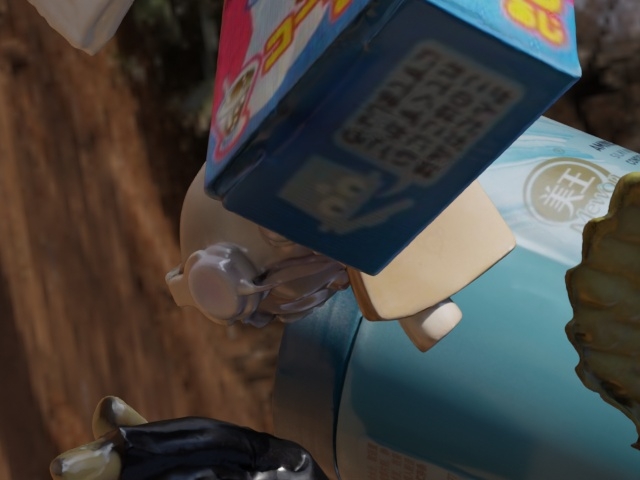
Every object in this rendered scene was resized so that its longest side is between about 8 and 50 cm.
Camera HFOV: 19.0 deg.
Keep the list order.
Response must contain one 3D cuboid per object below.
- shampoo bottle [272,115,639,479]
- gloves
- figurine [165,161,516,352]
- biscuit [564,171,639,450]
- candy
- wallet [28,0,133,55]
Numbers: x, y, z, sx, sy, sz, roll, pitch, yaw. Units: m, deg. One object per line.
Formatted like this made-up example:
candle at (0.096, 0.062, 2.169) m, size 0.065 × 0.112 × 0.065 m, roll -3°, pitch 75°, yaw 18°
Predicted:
shampoo bottle at (0.190, 0.090, 1.453) m, size 0.331 × 0.343 × 0.331 m, roll -51°, pitch 154°, yaw -36°
gloves at (-0.065, 0.194, 1.236) m, size 0.152 × 0.301 × 0.197 m, roll -54°, pitch -135°, yaw 19°
figurine at (-0.002, -0.003, 1.134) m, size 0.237 × 0.162 × 0.141 m, roll -10°, pitch -71°, yaw 55°
biscuit at (0.229, 0.022, 1.104) m, size 0.036 × 0.187 × 0.273 m, roll -107°, pitch -163°, yaw -51°
candy at (0.034, -0.150, 0.906) m, size 0.157 × 0.100 × 0.305 m, roll -46°, pitch -151°, yaw 38°
wallet at (-0.117, -0.195, 0.988) m, size 0.124 × 0.032 × 0.183 m, roll 51°, pitch -55°, yaw 18°
